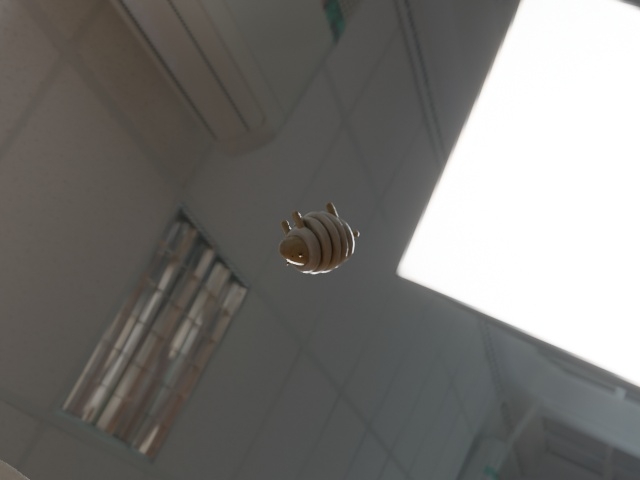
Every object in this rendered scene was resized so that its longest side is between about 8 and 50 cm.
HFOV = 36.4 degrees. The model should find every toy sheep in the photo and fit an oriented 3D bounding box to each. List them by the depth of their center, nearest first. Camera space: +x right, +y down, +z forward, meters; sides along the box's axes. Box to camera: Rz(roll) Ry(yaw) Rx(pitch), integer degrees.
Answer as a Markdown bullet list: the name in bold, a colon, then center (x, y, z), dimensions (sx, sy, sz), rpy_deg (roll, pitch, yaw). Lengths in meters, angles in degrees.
- **toy sheep**: center (0.000, 0.000, 1.290), dimensions (0.132, 0.091, 0.091), rpy_deg (-16, -51, -34)

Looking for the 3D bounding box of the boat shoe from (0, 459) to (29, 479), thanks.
- **boat shoe**: center (-0.314, 0.227, 0.864), dimensions (0.066, 0.184, 0.063), rpy_deg (-53, -8, -41)
